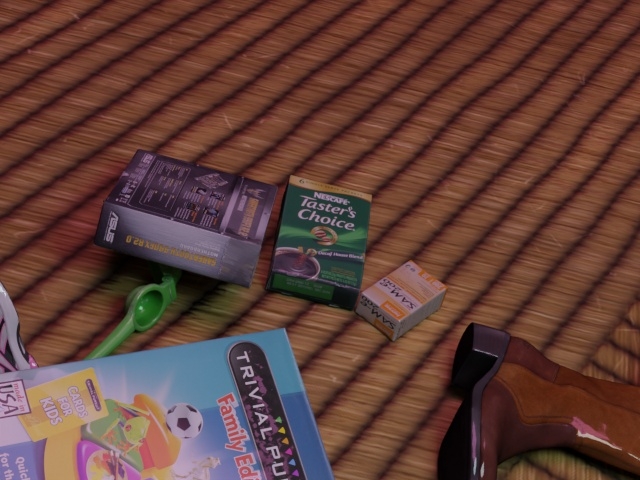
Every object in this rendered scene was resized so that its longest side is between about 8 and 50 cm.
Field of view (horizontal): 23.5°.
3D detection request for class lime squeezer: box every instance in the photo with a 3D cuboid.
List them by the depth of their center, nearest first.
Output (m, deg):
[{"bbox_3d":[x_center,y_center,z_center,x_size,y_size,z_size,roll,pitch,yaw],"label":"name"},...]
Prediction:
[{"bbox_3d":[-0.216,0.051,1.744,0.110,0.058,0.310,12,41,-6],"label":"lime squeezer"}]

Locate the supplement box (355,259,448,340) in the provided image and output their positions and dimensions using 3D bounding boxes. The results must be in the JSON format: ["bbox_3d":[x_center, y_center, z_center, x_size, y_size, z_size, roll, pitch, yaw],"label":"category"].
[{"bbox_3d":[0.098,0.071,1.843,0.062,0.036,0.098,37,44,22],"label":"supplement box"}]

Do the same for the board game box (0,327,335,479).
[{"bbox_3d":[-0.158,0.234,1.482,0.336,0.079,0.253,-8,66,-26],"label":"board game box"}]

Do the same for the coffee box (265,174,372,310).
[{"bbox_3d":[0.000,0.000,1.886,0.113,0.040,0.184,14,41,-3],"label":"coffee box"}]

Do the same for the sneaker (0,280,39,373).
[{"bbox_3d":[-0.347,0.103,1.574,0.077,0.072,0.178,-28,100,-28],"label":"sneaker"}]

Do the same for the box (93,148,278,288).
[{"bbox_3d":[-0.151,-0.030,1.799,0.183,0.056,0.231,16,19,-3],"label":"box"}]

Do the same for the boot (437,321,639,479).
[{"bbox_3d":[0.277,0.233,1.712,0.281,0.096,0.264,22,33,-6],"label":"boot"}]
